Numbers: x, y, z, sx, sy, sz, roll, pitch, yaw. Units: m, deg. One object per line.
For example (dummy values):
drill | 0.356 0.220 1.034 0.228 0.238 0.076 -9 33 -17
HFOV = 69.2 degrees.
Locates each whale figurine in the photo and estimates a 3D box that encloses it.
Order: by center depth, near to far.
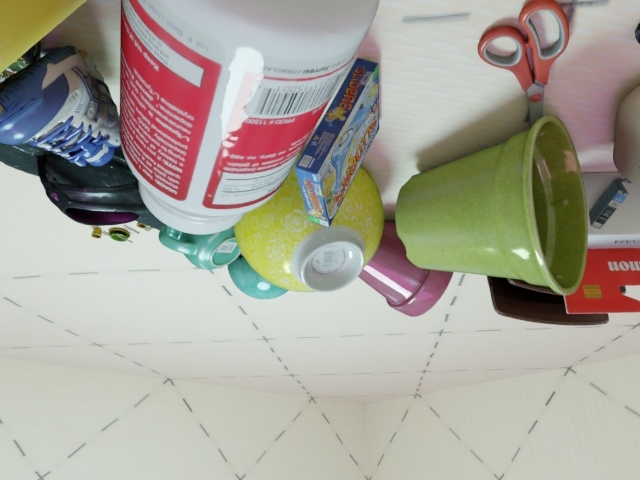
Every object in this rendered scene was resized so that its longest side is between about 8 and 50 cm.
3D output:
whale figurine | -0.091 0.068 1.078 0.216 0.141 0.272 -7 169 33

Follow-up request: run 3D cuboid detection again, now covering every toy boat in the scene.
toy boat | 0.553 -0.170 0.698 0.151 0.151 0.231 -39 144 6

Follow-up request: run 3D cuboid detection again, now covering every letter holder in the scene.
letter holder | 0.536 0.064 1.023 0.302 0.214 0.152 7 151 -12

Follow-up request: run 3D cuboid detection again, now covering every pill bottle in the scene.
pill bottle | -0.117 -0.173 0.556 0.229 0.229 0.407 10 150 -19

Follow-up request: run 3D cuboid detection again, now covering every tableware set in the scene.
tableware set | -0.450 -0.028 1.045 0.154 0.024 0.104 -13 149 24

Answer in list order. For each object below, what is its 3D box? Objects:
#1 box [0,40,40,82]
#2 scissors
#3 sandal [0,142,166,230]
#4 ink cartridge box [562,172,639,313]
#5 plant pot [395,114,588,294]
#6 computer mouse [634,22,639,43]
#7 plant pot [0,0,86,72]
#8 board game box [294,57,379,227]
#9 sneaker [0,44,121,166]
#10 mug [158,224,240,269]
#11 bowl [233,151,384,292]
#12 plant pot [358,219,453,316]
box | -0.497 -0.251 0.600 0.233 0.044 0.159 13 150 -24
scissors | 0.325 -0.226 0.680 0.109 0.021 0.297 -19 146 32
sandal | -0.354 -0.073 0.841 0.168 0.107 0.446 -17 153 30
ink cartridge box | 0.580 -0.002 0.850 0.296 0.261 0.066 -1 153 1
plant pot | 0.281 -0.045 0.795 0.254 0.276 0.276 -7 155 44
computer mouse | 0.518 -0.284 0.552 0.242 0.041 0.071 -14 150 26
plant pot | -0.347 -0.264 0.390 0.254 0.254 0.239 -18 132 29
board game box | 0.031 -0.136 0.662 0.035 0.201 0.136 20 157 17
sneaker | -0.290 -0.147 0.550 0.112 0.296 0.131 -27 116 1
mug | -0.219 0.000 0.902 0.158 0.097 0.129 -35 152 -23
bowl | 0.000 0.000 0.838 0.290 0.156 0.289 -11 129 -14
plant pot | 0.166 0.044 1.031 0.180 0.201 0.201 26 145 -13
